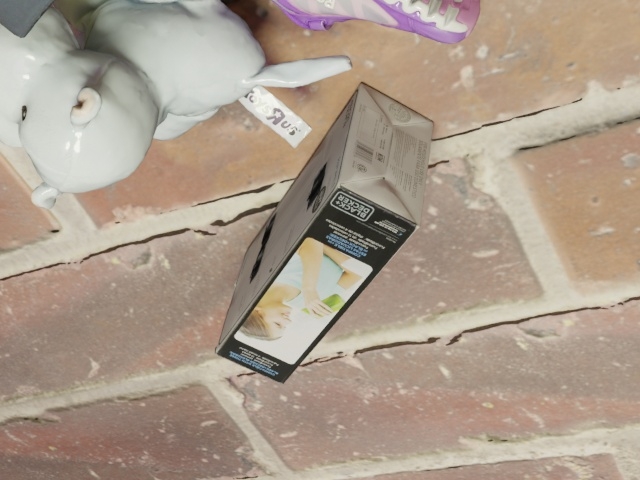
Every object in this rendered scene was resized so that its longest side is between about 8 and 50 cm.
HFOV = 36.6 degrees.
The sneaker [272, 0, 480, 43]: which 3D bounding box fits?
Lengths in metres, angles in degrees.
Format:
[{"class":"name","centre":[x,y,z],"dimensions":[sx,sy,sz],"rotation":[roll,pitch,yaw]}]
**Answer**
[{"class":"sneaker","centre":[0.022,-0.226,0.850],"dimensions":[0.236,0.095,0.104],"rotation":[23,140,0]}]

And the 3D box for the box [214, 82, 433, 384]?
[{"class":"box","centre":[0.000,0.000,1.006],"dimensions":[0.087,0.169,0.290],"rotation":[26,132,-13]}]

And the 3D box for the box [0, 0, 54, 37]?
[{"class":"box","centre":[-0.112,-0.356,0.606],"dimensions":[0.179,0.312,0.343],"rotation":[40,129,-20]}]

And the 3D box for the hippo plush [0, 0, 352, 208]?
[{"class":"hippo plush","centre":[-0.185,-0.124,0.850],"dimensions":[0.294,0.236,0.234],"rotation":[40,144,1]}]
